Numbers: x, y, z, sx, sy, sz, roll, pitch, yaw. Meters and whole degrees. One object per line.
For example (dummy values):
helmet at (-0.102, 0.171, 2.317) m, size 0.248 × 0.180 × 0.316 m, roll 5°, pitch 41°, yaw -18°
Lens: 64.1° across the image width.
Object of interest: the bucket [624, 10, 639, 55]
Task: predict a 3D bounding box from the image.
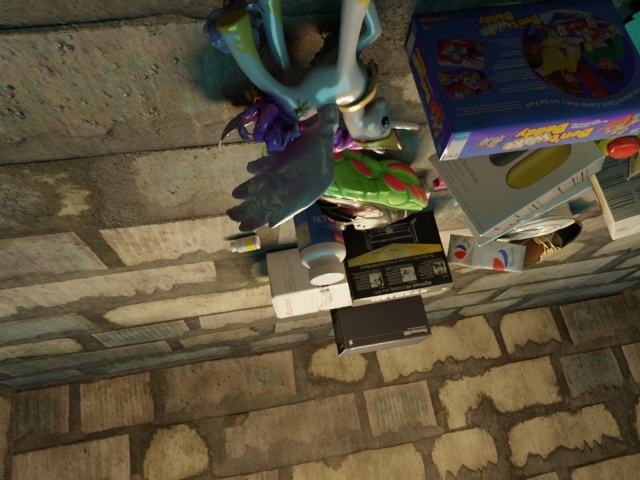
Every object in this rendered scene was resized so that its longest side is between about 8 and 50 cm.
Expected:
bucket at (0.674, -0.302, 0.882) m, size 0.183 × 0.281 × 0.281 m, roll -22°, pitch 158°, yaw 5°

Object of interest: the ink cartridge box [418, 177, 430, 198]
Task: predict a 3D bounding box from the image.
ink cartridge box at (0.201, -0.091, 1.464) m, size 0.188 × 0.066 × 0.232 m, roll -11°, pitch 154°, yaw -1°

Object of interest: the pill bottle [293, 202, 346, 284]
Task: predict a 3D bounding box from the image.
pill bottle at (0.000, 0.000, 1.359) m, size 0.124 × 0.222 × 0.124 m, roll -10°, pitch 159°, yaw -4°

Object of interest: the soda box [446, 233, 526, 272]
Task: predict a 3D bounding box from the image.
soda box at (0.526, 0.042, 1.611) m, size 0.286 × 0.091 × 0.098 m, roll 8°, pitch -178°, yaw -39°

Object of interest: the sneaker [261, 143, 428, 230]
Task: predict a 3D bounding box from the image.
sneaker at (0.055, -0.104, 1.157) m, size 0.482 × 0.185 × 0.202 m, roll 13°, pitch 136°, yaw -44°

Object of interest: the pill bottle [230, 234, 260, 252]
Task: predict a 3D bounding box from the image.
pill bottle at (-0.224, 0.011, 1.521) m, size 0.083 × 0.043 × 0.043 m, roll -12°, pitch 159°, yaw 3°

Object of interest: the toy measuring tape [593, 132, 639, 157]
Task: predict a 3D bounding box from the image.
toy measuring tape at (0.646, -0.254, 1.217) m, size 0.329 × 0.122 × 0.121 m, roll -3°, pitch 160°, yaw 10°

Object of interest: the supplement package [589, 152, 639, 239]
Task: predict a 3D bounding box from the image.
supplement package at (0.882, -0.139, 1.471) m, size 0.149 × 0.203 × 0.194 m, roll -20°, pitch 156°, yaw 23°

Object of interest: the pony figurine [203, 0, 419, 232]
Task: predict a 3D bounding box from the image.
pony figurine at (-0.027, -0.220, 0.797) m, size 0.350 × 0.303 × 0.363 m, roll -21°, pitch 143°, yaw 3°

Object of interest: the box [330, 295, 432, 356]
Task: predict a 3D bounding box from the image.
box at (0.216, 0.264, 2.003) m, size 0.343 × 0.313 × 0.179 m, roll -7°, pitch 158°, yaw -9°

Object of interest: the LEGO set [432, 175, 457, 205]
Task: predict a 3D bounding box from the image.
LEGO set at (0.429, -0.155, 1.368) m, size 0.227 × 0.087 × 0.093 m, roll -10°, pitch 159°, yaw -5°

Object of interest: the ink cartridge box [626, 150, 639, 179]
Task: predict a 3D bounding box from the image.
ink cartridge box at (0.856, -0.272, 1.172) m, size 0.065 × 0.165 × 0.333 m, roll 23°, pitch 154°, yaw -5°

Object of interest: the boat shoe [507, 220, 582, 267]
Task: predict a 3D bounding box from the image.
boat shoe at (0.779, -0.001, 1.781) m, size 0.324 × 0.123 × 0.120 m, roll -29°, pitch -174°, yaw -22°

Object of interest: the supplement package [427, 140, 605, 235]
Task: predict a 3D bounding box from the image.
supplement package at (0.406, -0.161, 1.065) m, size 0.262 × 0.199 × 0.198 m, roll -36°, pitch 164°, yaw 23°

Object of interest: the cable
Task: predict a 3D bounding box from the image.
cable at (0.675, -0.066, 1.651) m, size 0.257 × 0.089 × 0.257 m, roll -9°, pitch 169°, yaw 9°

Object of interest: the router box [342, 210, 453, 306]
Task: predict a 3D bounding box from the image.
router box at (0.225, 0.054, 1.580) m, size 0.308 × 0.243 × 0.081 m, roll -9°, pitch 158°, yaw -3°

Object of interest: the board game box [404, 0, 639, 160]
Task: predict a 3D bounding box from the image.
board game box at (0.336, -0.269, 0.835) m, size 0.346 × 0.234 × 0.078 m, roll -8°, pitch 158°, yaw -6°

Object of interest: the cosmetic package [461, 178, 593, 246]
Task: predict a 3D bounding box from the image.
cosmetic package at (0.547, -0.099, 1.356) m, size 0.284 × 0.098 × 0.377 m, roll -34°, pitch 169°, yaw 21°

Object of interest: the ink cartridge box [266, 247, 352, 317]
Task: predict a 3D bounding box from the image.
ink cartridge box at (0.023, 0.129, 1.770) m, size 0.394 × 0.166 × 0.285 m, roll -10°, pitch 158°, yaw -5°
